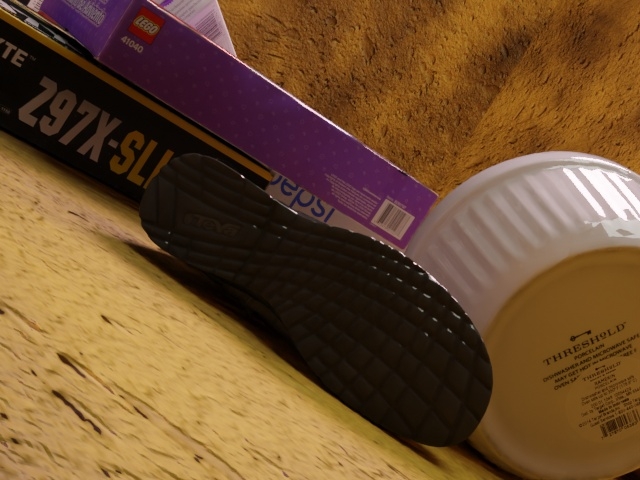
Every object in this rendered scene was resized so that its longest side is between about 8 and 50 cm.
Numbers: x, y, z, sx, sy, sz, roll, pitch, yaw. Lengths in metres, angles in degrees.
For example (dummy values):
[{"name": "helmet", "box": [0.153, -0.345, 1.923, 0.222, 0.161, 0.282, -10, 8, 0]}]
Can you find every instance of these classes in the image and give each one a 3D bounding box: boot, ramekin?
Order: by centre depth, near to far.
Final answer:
[{"name": "boot", "box": [0.011, 0.036, 0.725, 0.246, 0.083, 0.161, 36, -1, 20]}, {"name": "ramekin", "box": [0.157, 0.056, 0.747, 0.207, 0.207, 0.109, 31, 13, -22]}]

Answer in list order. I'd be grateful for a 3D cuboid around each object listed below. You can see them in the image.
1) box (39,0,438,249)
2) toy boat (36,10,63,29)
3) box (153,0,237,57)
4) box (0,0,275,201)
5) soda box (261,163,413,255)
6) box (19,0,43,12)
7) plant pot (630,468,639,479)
[{"name": "box", "box": [-0.066, -0.110, 0.926, 0.293, 0.057, 0.201, 31, 4, -31]}, {"name": "toy boat", "box": [-0.343, -0.268, 1.092, 0.318, 0.148, 0.267, 33, 4, 1]}, {"name": "box", "box": [-0.110, -0.139, 1.153, 0.063, 0.067, 0.324, 43, -12, 24]}, {"name": "box", "box": [-0.221, -0.132, 0.932, 0.322, 0.079, 0.257, 30, 7, -36]}, {"name": "soda box", "box": [0.044, 0.005, 1.187, 0.286, 0.098, 0.091, 36, 3, 31]}, {"name": "box", "box": [-0.382, -0.340, 1.638, 0.108, 0.153, 0.207, 32, 5, -24]}, {"name": "plant pot", "box": [0.342, 0.155, 1.154, 0.188, 0.205, 0.205, 47, 2, -9]}]
